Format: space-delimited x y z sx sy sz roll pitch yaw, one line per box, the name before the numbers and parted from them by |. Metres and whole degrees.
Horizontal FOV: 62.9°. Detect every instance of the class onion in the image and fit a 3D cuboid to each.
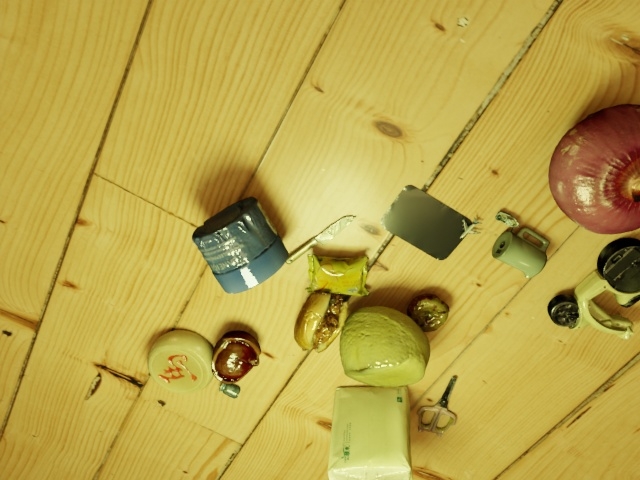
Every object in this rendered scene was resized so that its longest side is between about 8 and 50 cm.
onion | 0.831 -0.179 1.424 0.357 0.345 0.359 -18 129 -24

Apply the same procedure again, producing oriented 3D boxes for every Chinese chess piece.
Chinese chess piece | -0.537 0.476 2.037 0.272 0.102 0.274 3 118 6

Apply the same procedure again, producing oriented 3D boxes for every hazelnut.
hazelnut | -0.318 0.425 1.945 0.170 0.161 0.202 2 133 -32

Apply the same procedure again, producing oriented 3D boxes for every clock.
clock | 0.957 0.176 1.695 0.276 0.120 0.379 32 116 -4

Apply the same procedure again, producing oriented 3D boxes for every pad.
pad | 0.345 -0.053 1.709 0.267 0.004 0.181 30 117 -9

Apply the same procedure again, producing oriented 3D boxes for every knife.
knife | 0.000 -0.001 1.772 0.297 0.017 0.047 -37 110 19

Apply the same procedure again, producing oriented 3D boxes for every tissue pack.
tissue pack | 0.192 0.740 1.932 0.296 0.381 0.207 -7 121 9

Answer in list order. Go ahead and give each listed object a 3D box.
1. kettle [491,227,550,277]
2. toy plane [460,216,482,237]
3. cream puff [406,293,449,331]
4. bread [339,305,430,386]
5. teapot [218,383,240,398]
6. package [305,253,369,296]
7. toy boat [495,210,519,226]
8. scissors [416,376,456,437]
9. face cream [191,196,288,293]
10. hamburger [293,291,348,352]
kettle | 0.642 0.034 1.680 0.147 0.127 0.098 26 150 -10
toy plane | 0.480 -0.038 1.685 0.077 0.024 0.084 36 122 -14
cream puff | 0.372 0.245 1.817 0.148 0.084 0.149 1 119 2
bread | 0.214 0.367 1.794 0.320 0.238 0.321 10 155 5
teapot | -0.363 0.596 2.108 0.083 0.049 0.064 27 117 -7
package | 0.057 0.120 1.785 0.226 0.090 0.169 2 120 3
toy boat | 0.593 -0.064 1.656 0.083 0.038 0.038 25 118 -5
scissors | 0.475 0.649 2.050 0.160 0.024 0.318 15 118 1
face cream | -0.259 0.011 1.679 0.248 0.249 0.225 -24 110 18
hamburger | -0.002 0.297 1.839 0.155 0.245 0.283 20 103 -5
